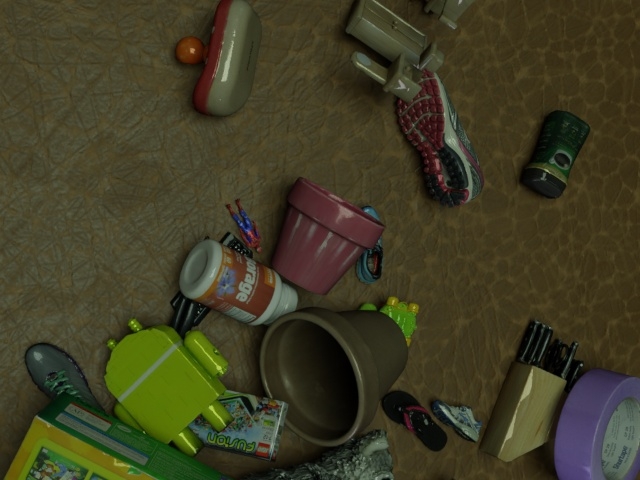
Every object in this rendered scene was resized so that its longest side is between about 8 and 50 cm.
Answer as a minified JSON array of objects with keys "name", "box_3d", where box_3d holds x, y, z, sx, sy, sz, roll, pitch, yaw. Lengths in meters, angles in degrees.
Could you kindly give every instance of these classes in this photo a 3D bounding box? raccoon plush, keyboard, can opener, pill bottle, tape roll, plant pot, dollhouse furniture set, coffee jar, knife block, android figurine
[{"name":"raccoon plush","box_3d":[-0.059,0.443,1.766,0.446,0.216,0.299,33,72,-15]},{"name":"keyboard","box_3d":[-0.221,0.070,1.796,0.100,0.038,0.192,40,77,-13]},{"name":"can opener","box_3d":[-0.279,0.195,1.765,0.073,0.059,0.186,8,95,-61]},{"name":"pill bottle","box_3d":[-0.153,0.091,1.758,0.216,0.121,0.121,28,80,-34]},{"name":"tape roll","box_3d":[0.615,0.420,1.978,0.274,0.090,0.275,-12,107,-45]},{"name":"plant pot","box_3d":[0.047,0.235,1.779,0.229,0.263,0.263,-21,96,-48]},{"name":"dollhouse furniture set","box_3d":[0.219,-0.504,1.781,0.173,0.355,0.303,30,41,-16]},{"name":"coffee jar","box_3d":[0.520,-0.189,2.025,0.096,0.079,0.185,29,79,-18]},{"name":"plant pot","box_3d":[0.000,0.000,1.800,0.201,0.201,0.180,27,96,-16]},{"name":"knife block","box_3d":[0.448,0.317,1.988,0.275,0.088,0.242,-22,95,-17]},{"name":"android figurine","box_3d":[-0.290,0.269,1.701,0.273,0.056,0.248,46,106,6]}]

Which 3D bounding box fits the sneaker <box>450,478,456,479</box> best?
[{"name":"sneaker","box_3d":[0.185,0.593,1.894,0.299,0.111,0.121,-18,53,-6]}]

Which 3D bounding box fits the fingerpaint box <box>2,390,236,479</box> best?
[{"name":"fingerpaint box","box_3d":[-0.353,0.537,1.586,0.444,0.163,0.371,27,97,-2]}]

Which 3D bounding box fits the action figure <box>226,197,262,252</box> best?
[{"name":"action figure","box_3d":[-0.148,-0.026,1.828,0.038,0.030,0.115,-32,101,-21]}]

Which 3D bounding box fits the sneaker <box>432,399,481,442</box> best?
[{"name":"sneaker","box_3d":[0.295,0.375,1.961,0.135,0.052,0.058,41,67,-21]}]

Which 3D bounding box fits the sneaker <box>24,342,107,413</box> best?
[{"name":"sneaker","box_3d":[-0.457,0.281,1.681,0.083,0.098,0.224,-40,101,-15]}]

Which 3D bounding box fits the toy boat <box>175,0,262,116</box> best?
[{"name":"toy boat","box_3d":[-0.210,-0.358,1.771,0.151,0.151,0.231,10,85,12]}]

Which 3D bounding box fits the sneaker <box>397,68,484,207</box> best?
[{"name":"sneaker","box_3d":[0.255,-0.220,1.932,0.112,0.120,0.299,-22,96,-47]}]

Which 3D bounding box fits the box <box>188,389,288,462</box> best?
[{"name":"box","box_3d":[-0.173,0.345,1.740,0.206,0.036,0.114,8,73,17]}]

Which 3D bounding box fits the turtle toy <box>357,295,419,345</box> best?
[{"name":"turtle toy","box_3d":[0.141,0.164,1.899,0.130,0.066,0.095,19,82,-17]}]

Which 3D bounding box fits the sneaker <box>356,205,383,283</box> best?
[{"name":"sneaker","box_3d":[0.110,0.008,1.887,0.063,0.073,0.162,-6,91,-18]}]

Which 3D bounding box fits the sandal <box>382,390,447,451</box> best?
[{"name":"sandal","box_3d":[0.207,0.381,1.930,0.179,0.040,0.067,42,77,-13]}]
